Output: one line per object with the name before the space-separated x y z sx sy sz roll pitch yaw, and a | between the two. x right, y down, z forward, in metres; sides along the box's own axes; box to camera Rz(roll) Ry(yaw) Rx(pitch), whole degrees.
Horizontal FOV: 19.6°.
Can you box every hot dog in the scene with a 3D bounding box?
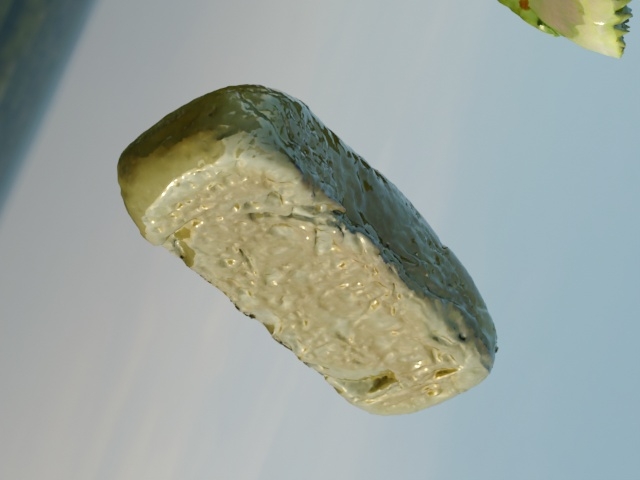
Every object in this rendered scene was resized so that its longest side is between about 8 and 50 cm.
hot dog | 0.000 0.000 0.864 0.084 0.242 0.073 -22 -130 26

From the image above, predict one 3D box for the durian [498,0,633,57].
durian | 0.064 -0.266 1.039 0.355 0.157 0.169 47 -65 34
